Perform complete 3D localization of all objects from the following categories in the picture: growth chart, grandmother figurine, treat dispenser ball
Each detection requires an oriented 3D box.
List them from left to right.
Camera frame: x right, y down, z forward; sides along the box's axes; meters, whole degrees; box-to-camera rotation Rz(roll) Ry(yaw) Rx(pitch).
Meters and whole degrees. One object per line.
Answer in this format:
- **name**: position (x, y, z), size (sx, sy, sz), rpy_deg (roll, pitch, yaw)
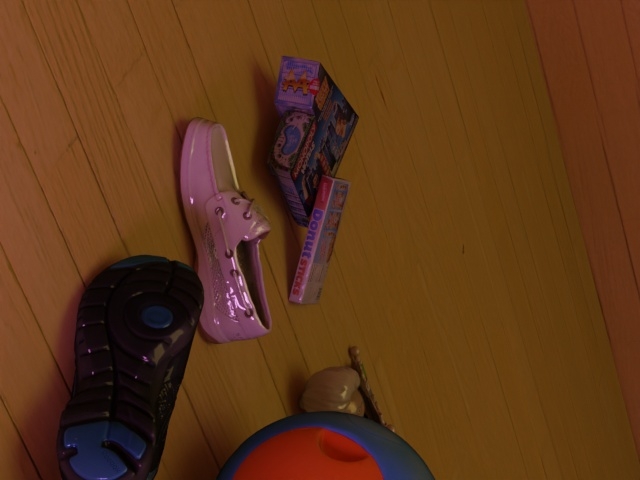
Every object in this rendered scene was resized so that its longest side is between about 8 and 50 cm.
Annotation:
- **treat dispenser ball**: position (0.005, 0.344, 1.888), size (0.288, 0.288, 0.288), rpy_deg (-6, 90, -67)
- **grandmother figurine**: position (0.052, 0.315, 2.252), size (0.208, 0.104, 0.342), rpy_deg (-89, 164, -58)
- **growth chart**: position (0.093, 0.278, 2.332), size (0.237, 0.021, 0.172), rpy_deg (-116, -174, -60)

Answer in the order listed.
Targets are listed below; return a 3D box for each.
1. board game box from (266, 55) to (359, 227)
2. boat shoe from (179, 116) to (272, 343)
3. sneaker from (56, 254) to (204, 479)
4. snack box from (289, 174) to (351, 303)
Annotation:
- **board game box**: position (-0.023, -0.149, 2.195), size (0.194, 0.060, 0.194), rpy_deg (67, 39, -56)
- **boat shoe**: position (-0.103, -0.016, 1.960), size (0.098, 0.096, 0.277), rpy_deg (-20, 103, -66)
- **sneaker**: position (-0.208, 0.154, 1.692), size (0.340, 0.125, 0.139), rpy_deg (-75, 177, -46)
- **snack box**: position (0.000, 0.000, 2.223), size (0.064, 0.022, 0.178), rpy_deg (5, 101, -66)
